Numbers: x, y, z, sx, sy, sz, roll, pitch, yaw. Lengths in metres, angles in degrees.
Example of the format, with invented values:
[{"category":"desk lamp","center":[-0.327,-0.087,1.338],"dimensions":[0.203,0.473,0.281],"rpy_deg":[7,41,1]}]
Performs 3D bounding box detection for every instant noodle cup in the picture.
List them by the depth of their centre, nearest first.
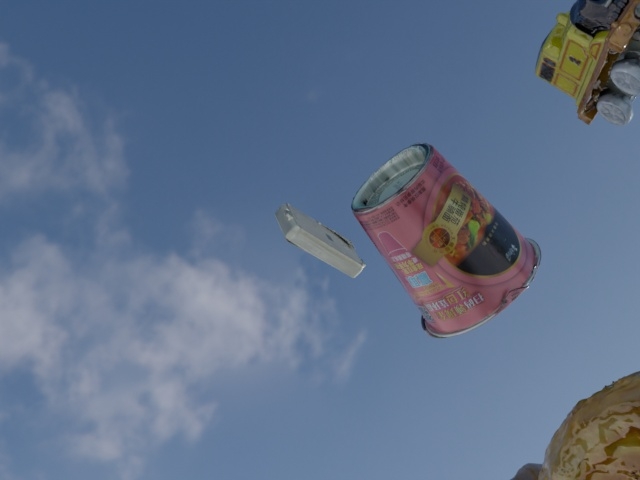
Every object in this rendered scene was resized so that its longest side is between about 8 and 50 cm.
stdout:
[{"category":"instant noodle cup","center":[0.185,-0.009,1.523],"dimensions":[0.244,0.244,0.255],"rpy_deg":[-31,-69,29]}]

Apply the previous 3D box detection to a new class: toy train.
[{"category":"toy train","center":[0.299,-0.201,1.003],"dimensions":[0.127,0.089,0.219],"rpy_deg":[33,-12,14]}]

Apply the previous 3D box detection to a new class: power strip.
[{"category":"power strip","center":[0.000,0.000,1.643],"dimensions":[0.192,0.081,0.035],"rpy_deg":[31,-70,-38]}]

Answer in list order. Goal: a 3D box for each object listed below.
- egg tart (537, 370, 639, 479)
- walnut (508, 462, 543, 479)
[{"category":"egg tart","center":[0.372,0.270,0.827],"dimensions":[0.387,0.169,0.388],"rpy_deg":[17,-62,35]},{"category":"walnut","center":[0.287,0.384,1.149],"dimensions":[0.224,0.261,0.225],"rpy_deg":[0,-82,-2]}]
